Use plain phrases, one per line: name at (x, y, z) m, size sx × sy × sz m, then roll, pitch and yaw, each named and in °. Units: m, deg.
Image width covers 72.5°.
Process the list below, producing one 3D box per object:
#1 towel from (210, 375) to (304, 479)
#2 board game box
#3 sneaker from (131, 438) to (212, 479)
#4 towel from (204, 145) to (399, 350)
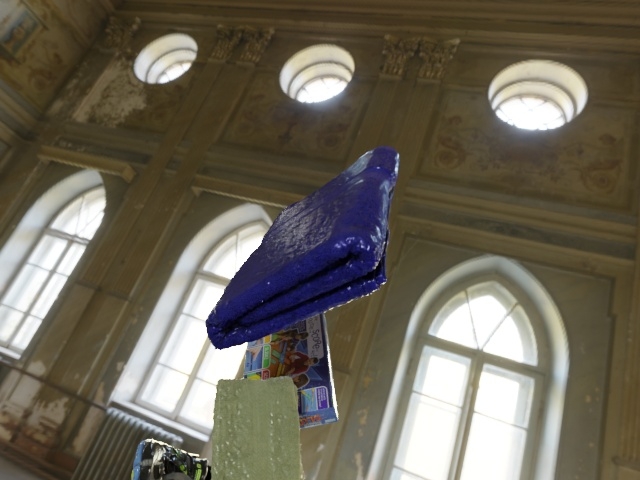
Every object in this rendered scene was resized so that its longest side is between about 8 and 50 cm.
towel at (-0.075, 0.234, 0.515) m, size 0.110 × 0.148 × 0.027 m, roll 5°, pitch -38°, yaw -19°
board game box at (-0.050, 0.199, 0.685) m, size 0.136 × 0.201 × 0.035 m, roll -12°, pitch -58°, yaw 4°
sneaker at (-0.211, 0.336, 0.645) m, size 0.078 × 0.067 × 0.188 m, roll -9°, pitch -36°, yaw 11°
towel at (0.000, 0.000, 0.553) m, size 0.228 × 0.308 × 0.076 m, roll -32°, pitch -75°, yaw 26°
